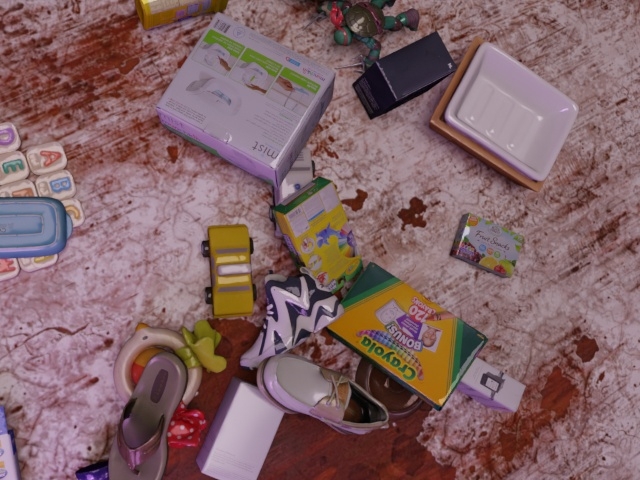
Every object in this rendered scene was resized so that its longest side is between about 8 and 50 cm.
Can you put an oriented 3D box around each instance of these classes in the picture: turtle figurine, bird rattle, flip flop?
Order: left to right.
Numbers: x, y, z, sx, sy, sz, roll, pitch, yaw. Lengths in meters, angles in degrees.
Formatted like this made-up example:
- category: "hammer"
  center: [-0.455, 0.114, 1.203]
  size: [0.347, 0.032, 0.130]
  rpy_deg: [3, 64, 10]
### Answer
- category: "flip flop"
  center: [-0.311, 0.330, 1.274]
  size: [0.112, 0.080, 0.277]
  rpy_deg: [21, 93, 14]
- category: "bird rattle"
  center: [-0.289, 0.264, 1.372]
  size: [0.207, 0.143, 0.253]
  rpy_deg: [23, 93, -1]
- category: "turtle figurine"
  center: [0.090, -0.447, 1.517]
  size: [0.234, 0.118, 0.175]
  rpy_deg: [-33, 100, -23]

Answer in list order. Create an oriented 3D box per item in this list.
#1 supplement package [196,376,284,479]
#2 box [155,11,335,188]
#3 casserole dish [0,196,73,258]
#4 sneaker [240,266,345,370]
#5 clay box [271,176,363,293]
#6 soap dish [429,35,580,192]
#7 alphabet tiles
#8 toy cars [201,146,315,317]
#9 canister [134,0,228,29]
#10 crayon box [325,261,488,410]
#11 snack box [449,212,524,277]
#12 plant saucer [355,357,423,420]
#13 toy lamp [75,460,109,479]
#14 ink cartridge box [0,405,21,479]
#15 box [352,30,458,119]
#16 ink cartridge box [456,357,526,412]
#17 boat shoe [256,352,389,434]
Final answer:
- category: "supplement package"
  center: [-0.150, 0.365, 1.385]
  size: [0.105, 0.105, 0.179]
  rpy_deg: [25, 80, -12]
- category: "box"
  center: [-0.139, -0.268, 1.396]
  size: [0.262, 0.127, 0.231]
  rpy_deg: [28, 78, 5]
- category: "casserole dish"
  center: [-0.553, -0.026, 1.322]
  size: [0.188, 0.037, 0.114]
  rpy_deg: [-2, 85, -14]
- category: "sneaker"
  center: [-0.086, 0.140, 1.412]
  size: [0.235, 0.094, 0.153]
  rpy_deg: [-36, 80, 20]
- category: "clay box"
  center: [0.000, 0.000, 1.441]
  size: [0.127, 0.053, 0.222]
  rpy_deg: [-36, 125, -23]
- category: "soap dish"
  center: [0.395, -0.270, 1.579]
  size: [0.291, 0.118, 0.229]
  rpy_deg: [31, 78, -10]
- category: "alphabet tiles"
  center: [-0.597, -0.070, 1.344]
  size: [0.278, 0.021, 0.284]
  rpy_deg: [-18, 90, -16]
- category: "toy cars"
  center: [-0.112, -0.023, 1.436]
  size: [0.176, 0.087, 0.393]
  rpy_deg: [38, 77, -9]
- category: "canister"
  center: [-0.272, -0.476, 1.412]
  size: [0.170, 0.126, 0.073]
  rpy_deg: [-21, 91, -14]
- category: "crayon box"
  center: [0.168, 0.190, 1.444]
  size: [0.278, 0.081, 0.165]
  rpy_deg: [33, 77, 15]
- category: "snack box"
  center: [0.366, 0.012, 1.589]
  size: [0.141, 0.037, 0.100]
  rpy_deg: [22, 79, -12]
- category: "plant saucer"
  center: [0.156, 0.293, 1.514]
  size: [0.169, 0.029, 0.168]
  rpy_deg: [1, 84, -14]
- category: "toy lamp"
  center: [-0.381, 0.547, 1.323]
  size: [0.080, 0.080, 0.274]
  rpy_deg: [-11, 87, -16]
- category: "ink cartridge box"
  center: [-0.622, 0.458, 1.271]
  size: [0.186, 0.065, 0.311]
  rpy_deg: [-10, 90, -16]
- category: "box"
  center: [0.172, -0.339, 1.503]
  size: [0.156, 0.158, 0.093]
  rpy_deg: [-30, 93, -16]
- category: "ink cartridge box"
  center: [0.335, 0.296, 1.519]
  size: [0.150, 0.109, 0.063]
  rpy_deg: [31, 75, -11]
- category: "boat shoe"
  center: [0.013, 0.288, 1.372]
  size: [0.302, 0.103, 0.113]
  rpy_deg: [33, 56, -39]
